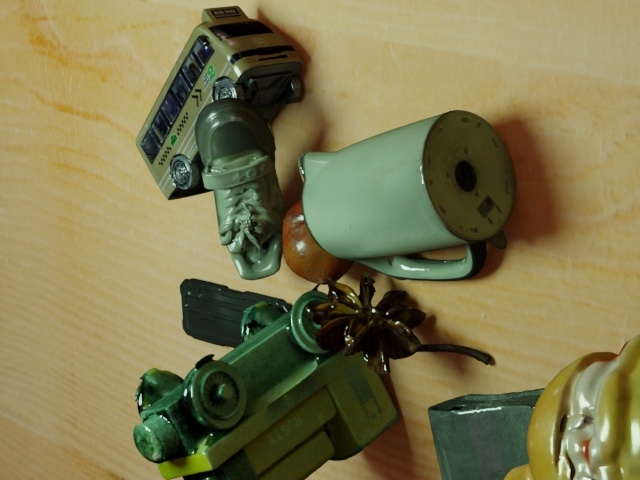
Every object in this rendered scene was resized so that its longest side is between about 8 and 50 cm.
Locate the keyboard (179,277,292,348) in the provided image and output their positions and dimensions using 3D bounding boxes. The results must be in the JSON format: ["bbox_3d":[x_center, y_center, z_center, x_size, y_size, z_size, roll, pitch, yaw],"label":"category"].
[{"bbox_3d":[-0.135,0.124,2.081,0.262,0.016,0.106,10,109,43],"label":"keyboard"}]

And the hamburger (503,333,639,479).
[{"bbox_3d":[0.342,0.247,1.456,0.237,0.276,0.276,-12,92,43],"label":"hamburger"}]

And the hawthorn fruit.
[{"bbox_3d":[0.000,0.000,1.838,0.128,0.128,0.128,15,112,42],"label":"hawthorn fruit"}]

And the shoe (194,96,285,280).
[{"bbox_3d":[-0.101,-0.058,1.837,0.293,0.109,0.149,78,180,-53],"label":"shoe"}]

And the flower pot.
[{"bbox_3d":[0.240,0.253,1.673,0.229,0.103,0.108,-11,93,48],"label":"flower pot"}]

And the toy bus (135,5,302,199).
[{"bbox_3d":[-0.154,-0.199,1.923,0.157,0.139,0.289,54,135,20],"label":"toy bus"}]

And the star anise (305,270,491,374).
[{"bbox_3d":[0.086,0.127,1.741,0.234,0.177,0.073,34,132,35],"label":"star anise"}]

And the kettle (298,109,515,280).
[{"bbox_3d":[0.116,-0.039,1.689,0.255,0.165,0.240,-14,119,47],"label":"kettle"}]

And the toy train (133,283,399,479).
[{"bbox_3d":[-0.071,0.232,1.793,0.160,0.397,0.253,-19,100,48],"label":"toy train"}]
